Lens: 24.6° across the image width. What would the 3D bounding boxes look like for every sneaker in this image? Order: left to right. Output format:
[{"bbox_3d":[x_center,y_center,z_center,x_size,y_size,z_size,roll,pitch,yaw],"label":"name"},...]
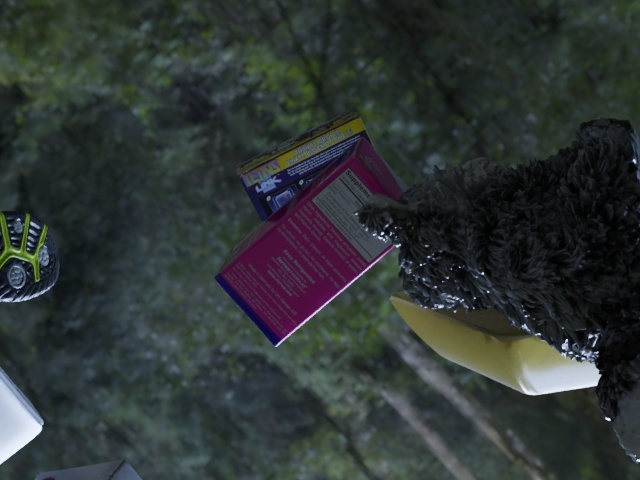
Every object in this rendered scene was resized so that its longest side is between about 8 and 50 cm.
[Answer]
[{"bbox_3d":[-0.553,0.042,2.201,0.147,0.145,0.384,-9,-178,35],"label":"sneaker"}]

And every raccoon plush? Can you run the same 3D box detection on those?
[{"bbox_3d":[0.176,0.045,1.383,0.299,0.216,0.446,-15,-158,18],"label":"raccoon plush"}]

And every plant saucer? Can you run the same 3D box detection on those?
[{"bbox_3d":[0.288,0.101,1.668,0.332,0.081,0.332,-6,-173,-18],"label":"plant saucer"}]

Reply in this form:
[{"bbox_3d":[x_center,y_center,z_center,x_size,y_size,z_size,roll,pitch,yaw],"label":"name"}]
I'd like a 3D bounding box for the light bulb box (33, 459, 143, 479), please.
[{"bbox_3d":[-0.302,0.538,1.893,0.225,0.361,0.358,-18,-155,48],"label":"light bulb box"}]

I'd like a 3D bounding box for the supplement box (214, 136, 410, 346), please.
[{"bbox_3d":[0.000,0.000,1.678,0.220,0.114,0.111,-39,-172,14],"label":"supplement box"}]

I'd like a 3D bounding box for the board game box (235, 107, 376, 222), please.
[{"bbox_3d":[0.000,-0.066,1.837,0.170,0.141,0.048,-25,-162,4],"label":"board game box"}]

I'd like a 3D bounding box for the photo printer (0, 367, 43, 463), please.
[{"bbox_3d":[-0.580,0.270,2.071,0.307,0.256,0.107,-37,-137,-10],"label":"photo printer"}]
